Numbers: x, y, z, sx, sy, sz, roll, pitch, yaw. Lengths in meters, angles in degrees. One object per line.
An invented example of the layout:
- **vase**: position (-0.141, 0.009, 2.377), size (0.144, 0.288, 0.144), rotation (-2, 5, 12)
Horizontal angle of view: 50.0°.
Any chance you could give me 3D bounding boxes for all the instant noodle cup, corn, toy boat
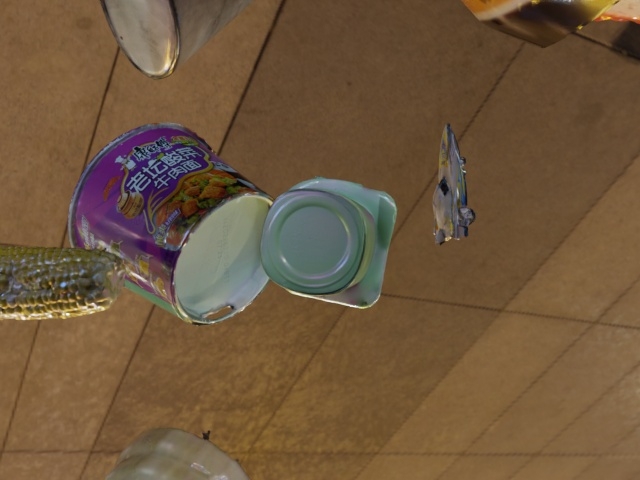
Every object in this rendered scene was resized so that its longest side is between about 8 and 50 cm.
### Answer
- **instant noodle cup**: position (-0.178, -0.012, 0.926), size (0.251, 0.190, 0.251), rotation (-33, 139, -35)
- **corn**: position (-0.343, 0.045, 0.729), size (0.288, 0.086, 0.086), rotation (-1, 140, 15)
- **toy boat**: position (0.224, -0.097, 1.182), size (0.066, 0.084, 0.210), rotation (-4, 93, -12)

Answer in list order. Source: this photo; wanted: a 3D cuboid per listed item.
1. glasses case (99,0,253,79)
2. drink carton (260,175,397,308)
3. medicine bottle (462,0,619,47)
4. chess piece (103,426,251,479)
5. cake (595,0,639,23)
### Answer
- **glasses case**: position (-0.050, -0.245, 0.525), size (0.060, 0.299, 0.114), rotation (18, 140, 21)
- **drink carton**: position (0.000, 0.000, 0.758), size (0.144, 0.142, 0.146), rotation (11, 93, 10)
- **medicine bottle**: position (0.067, -0.308, 0.349), size (0.395, 0.242, 0.242), rotation (42, 114, -9)
- **chess piece**: position (-0.159, 0.278, 0.500), size (0.137, 0.301, 0.137), rotation (7, 115, 15)
- **cake**: position (0.341, -0.420, 0.749), size (0.270, 0.270, 0.319), rotation (-68, 153, -8)
